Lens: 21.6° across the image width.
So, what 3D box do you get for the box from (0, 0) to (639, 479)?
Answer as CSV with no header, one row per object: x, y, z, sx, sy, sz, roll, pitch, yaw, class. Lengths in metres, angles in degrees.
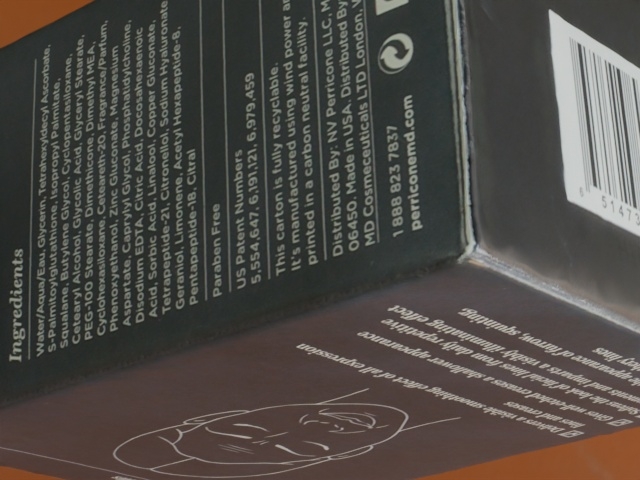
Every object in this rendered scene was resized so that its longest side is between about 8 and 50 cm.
0.000,0.000,0.912,0.293,0.395,0.212,22,57,-47,box
